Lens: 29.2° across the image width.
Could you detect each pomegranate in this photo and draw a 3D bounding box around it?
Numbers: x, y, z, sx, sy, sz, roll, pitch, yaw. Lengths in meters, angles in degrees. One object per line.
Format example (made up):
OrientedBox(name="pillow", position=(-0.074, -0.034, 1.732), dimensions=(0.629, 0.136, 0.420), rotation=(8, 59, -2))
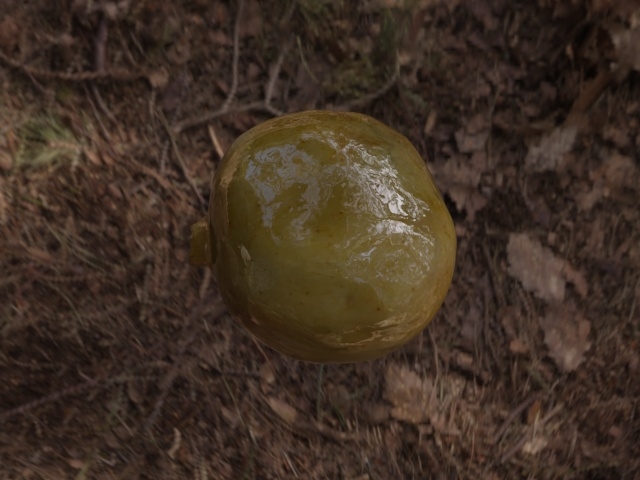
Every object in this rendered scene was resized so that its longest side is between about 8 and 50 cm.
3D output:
OrientedBox(name="pomegranate", position=(0.007, -0.002, 1.060), dimensions=(0.233, 0.233, 0.233), rotation=(-2, 70, 5))
